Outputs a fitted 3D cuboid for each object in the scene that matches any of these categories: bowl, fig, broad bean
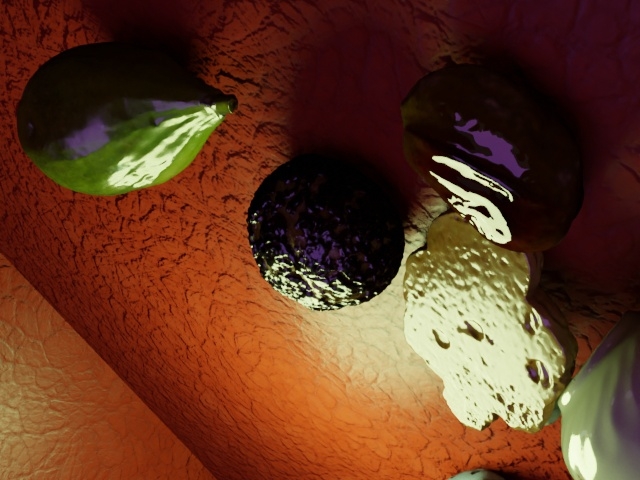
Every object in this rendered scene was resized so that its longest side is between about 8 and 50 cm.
[{"bbox_3d":[0.361,0.172,0.676,0.145,0.277,0.277,36,147,27],"label":"bowl"},{"bbox_3d":[-0.261,-0.156,0.886,0.314,0.233,0.233,23,142,14],"label":"fig"},{"bbox_3d":[0.182,-0.087,0.655,0.228,0.122,0.156,47,155,-5],"label":"broad bean"}]

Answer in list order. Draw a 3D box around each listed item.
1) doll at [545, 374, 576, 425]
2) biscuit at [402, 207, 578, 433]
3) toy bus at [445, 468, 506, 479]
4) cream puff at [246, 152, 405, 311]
[{"bbox_3d":[0.424,0.282,0.862,0.275,0.113,0.155,42,165,-12],"label":"doll"},{"bbox_3d":[0.223,0.121,0.845,0.269,0.051,0.376,34,139,42],"label":"biscuit"},{"bbox_3d":[0.306,0.592,1.155,0.231,0.294,0.197,34,143,-10],"label":"toy bus"},{"bbox_3d":[0.000,0.000,0.872,0.239,0.165,0.239,24,145,18],"label":"cream puff"}]
